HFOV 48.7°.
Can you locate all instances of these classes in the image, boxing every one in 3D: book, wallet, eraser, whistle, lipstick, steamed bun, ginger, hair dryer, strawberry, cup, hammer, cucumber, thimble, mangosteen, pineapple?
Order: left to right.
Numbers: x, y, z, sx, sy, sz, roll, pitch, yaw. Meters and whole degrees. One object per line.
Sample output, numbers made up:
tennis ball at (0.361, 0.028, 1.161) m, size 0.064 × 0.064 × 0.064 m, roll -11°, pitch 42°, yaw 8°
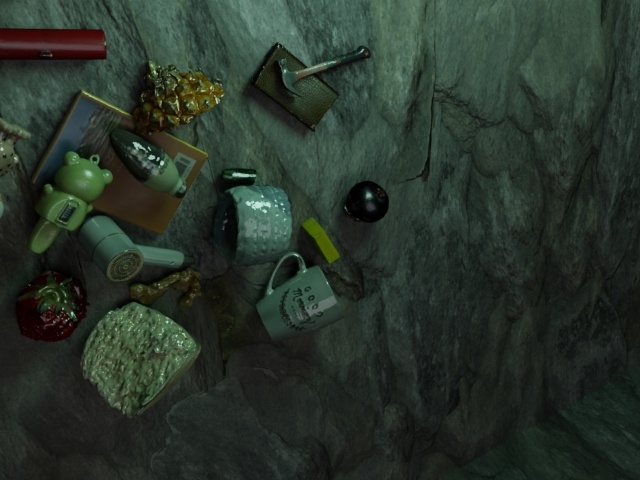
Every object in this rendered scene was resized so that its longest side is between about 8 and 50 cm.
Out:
lipstick at (-0.624, -0.437, 1.577) m, size 0.280 × 0.073 × 0.073 m, roll -7°, pitch 120°, yaw -24°
strawberry at (-0.704, 0.185, 1.840) m, size 0.184 × 0.186 × 0.201 m, roll -10°, pitch 154°, yaw -50°
whistle at (-0.620, -0.091, 1.718) m, size 0.131 × 0.106 × 0.288 m, roll 31°, pitch 99°, yaw -40°
book at (-0.504, -0.187, 1.813) m, size 0.374 × 0.028 × 0.262 m, roll 26°, pitch 103°, yaw -37°
steamed bun at (-0.509, 0.316, 1.992) m, size 0.290 × 0.273 × 0.272 m, roll -43°, pitch 86°, yaw -3°
hair dryer at (-0.467, 0.036, 1.913) m, size 0.357 × 0.173 × 0.107 m, roll 14°, pitch 115°, yaw -54°
ginger at (-0.433, 0.134, 2.027) m, size 0.176 × 0.052 × 0.193 m, roll -45°, pitch 136°, yaw 2°
pineapple at (-0.349, -0.364, 1.724) m, size 0.250 × 0.140 × 0.164 m, roll -24°, pitch 119°, yaw -19°
cucumber at (-0.229, -0.177, 1.957) m, size 0.105 × 0.048 × 0.048 m, roll 2°, pitch 116°, yaw -26°
thimble at (-0.191, -0.036, 1.958) m, size 0.172 × 0.204 × 0.250 m, roll -4°, pitch 136°, yaw -27°
cup at (-0.086, 0.170, 2.178) m, size 0.234 × 0.186 × 0.258 m, roll -24°, pitch 97°, yaw -5°
wallet at (-0.067, -0.411, 1.911) m, size 0.243 × 0.039 × 0.132 m, roll 31°, pitch 92°, yaw -39°
eraser at (0.000, 0.000, 2.152) m, size 0.045 × 0.097 × 0.122 m, roll -35°, pitch 126°, yaw -6°
hammer at (0.015, -0.470, 1.900) m, size 0.288 × 0.033 × 0.111 m, roll -26°, pitch 118°, yaw -25°
mangosteen at (0.133, -0.108, 2.155) m, size 0.137 × 0.137 × 0.151 m, roll 21°, pitch 140°, yaw -36°

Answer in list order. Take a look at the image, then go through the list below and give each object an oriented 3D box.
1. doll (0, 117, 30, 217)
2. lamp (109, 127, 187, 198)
doll at (-0.776, -0.151, 1.628) m, size 0.278 × 0.119 × 0.154 m, roll -61°, pitch 158°, yaw 10°
lamp at (-0.432, -0.191, 1.777) m, size 0.101 × 0.101 × 0.250 m, roll -47°, pitch 124°, yaw 3°
